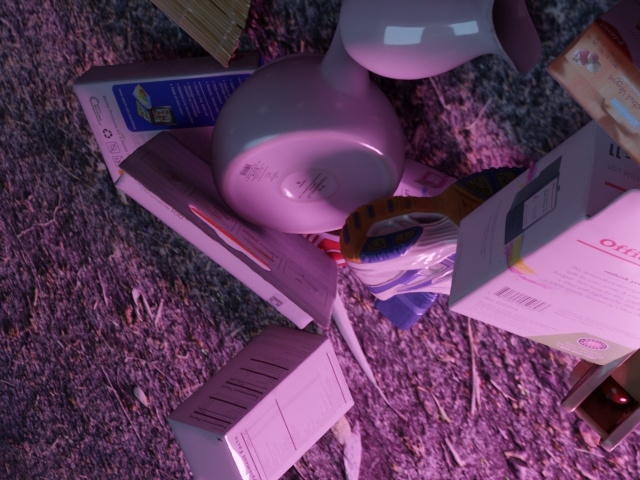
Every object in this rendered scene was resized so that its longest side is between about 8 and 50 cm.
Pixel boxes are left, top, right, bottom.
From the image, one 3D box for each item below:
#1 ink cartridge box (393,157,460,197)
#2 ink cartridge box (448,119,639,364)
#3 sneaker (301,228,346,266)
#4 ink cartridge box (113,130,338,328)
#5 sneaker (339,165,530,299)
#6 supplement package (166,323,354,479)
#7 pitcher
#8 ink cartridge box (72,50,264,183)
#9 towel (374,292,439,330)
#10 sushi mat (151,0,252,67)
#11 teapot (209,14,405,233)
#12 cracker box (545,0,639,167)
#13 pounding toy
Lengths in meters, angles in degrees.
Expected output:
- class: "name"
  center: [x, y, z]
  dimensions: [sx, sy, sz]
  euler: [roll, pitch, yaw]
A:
- class: "ink cartridge box"
  center: [0.143, -0.039, 1.798]
  dimensions: [0.122, 0.052, 0.088]
  euler: [27, 139, 31]
- class: "ink cartridge box"
  center: [0.301, -0.002, 1.438]
  dimensions: [0.207, 0.119, 0.353]
  euler: [21, 153, -16]
- class: "sneaker"
  center: [0.000, 0.000, 2.007]
  dimensions: [0.118, 0.042, 0.067]
  euler: [20, 133, 33]
- class: "ink cartridge box"
  center: [-0.123, 0.003, 1.791]
  dimensions: [0.308, 0.091, 0.385]
  euler: [38, -170, -5]
- class: "sneaker"
  center: [0.177, -0.001, 1.702]
  dimensions: [0.297, 0.111, 0.131]
  euler: [-7, 142, 18]
- class: "supplement package"
  center: [-0.089, 0.258, 2.178]
  dimensions: [0.134, 0.244, 0.139]
  euler: [10, 129, 44]
- class: "pitcher"
  center: [0.126, -0.265, 1.556]
  dimensions: [0.207, 0.125, 0.177]
  euler: [3, 105, 35]
- class: "ink cartridge box"
  center: [-0.154, -0.163, 1.960]
  dimensions: [0.371, 0.069, 0.175]
  euler: [1, 124, 32]
- class: "towel"
  center: [0.120, 0.075, 1.955]
  dimensions: [0.067, 0.029, 0.119]
  euler: [45, 145, 7]
- class: "sushi mat"
  center: [-0.209, -0.369, 1.835]
  dimensions: [0.316, 0.019, 0.151]
  euler: [42, 138, 12]
- class: "teapot"
  center: [-0.020, -0.138, 1.749]
  dimensions: [0.256, 0.187, 0.252]
  euler: [-15, 145, 15]
- class: "cracker box"
  center: [0.313, -0.149, 1.337]
  dimensions: [0.155, 0.232, 0.067]
  euler: [47, 120, 3]
- class: "pounding toy"
  center: [0.339, 0.131, 1.651]
  dimensions: [0.155, 0.154, 0.269]
  euler: [45, 146, 7]
